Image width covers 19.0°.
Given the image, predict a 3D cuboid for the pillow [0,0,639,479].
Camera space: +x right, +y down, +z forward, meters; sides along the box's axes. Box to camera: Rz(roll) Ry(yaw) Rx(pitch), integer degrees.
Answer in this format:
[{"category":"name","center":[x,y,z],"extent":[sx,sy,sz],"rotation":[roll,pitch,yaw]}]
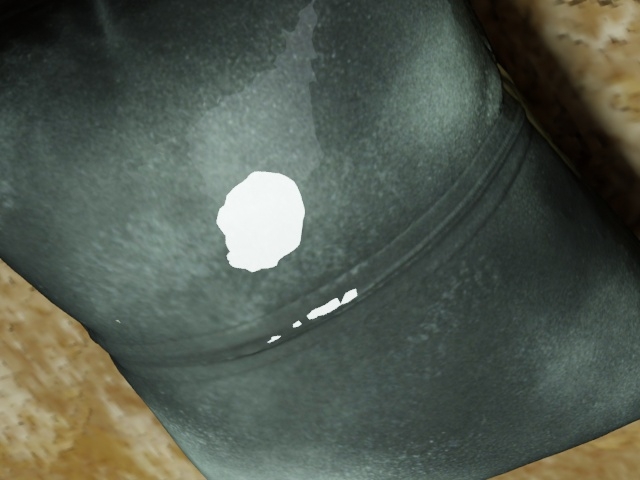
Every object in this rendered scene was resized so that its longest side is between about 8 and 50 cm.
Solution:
[{"category":"pillow","center":[0.000,0.000,0.577],"extent":[0.186,0.106,0.250],"rotation":[-26,125,19]}]
